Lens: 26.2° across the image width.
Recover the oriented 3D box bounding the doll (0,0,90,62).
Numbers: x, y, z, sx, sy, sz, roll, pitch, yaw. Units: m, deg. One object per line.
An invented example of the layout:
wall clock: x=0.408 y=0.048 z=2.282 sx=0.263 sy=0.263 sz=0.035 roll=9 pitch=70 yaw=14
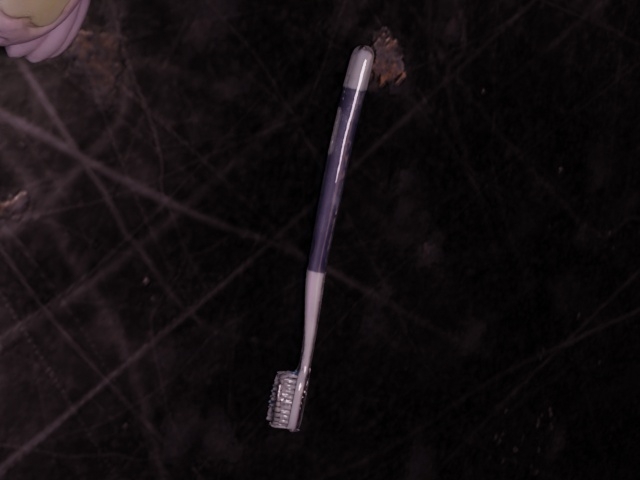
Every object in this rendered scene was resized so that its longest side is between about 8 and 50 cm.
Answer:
doll: x=-0.209 y=-0.084 z=0.749 sx=0.365 sy=0.094 sz=0.160 roll=-67 pitch=159 yaw=-10

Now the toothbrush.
toothbrush: x=0.000 y=0.000 z=0.999 sx=0.026 sy=0.024 sz=0.288 roll=8 pitch=99 yaw=-26
